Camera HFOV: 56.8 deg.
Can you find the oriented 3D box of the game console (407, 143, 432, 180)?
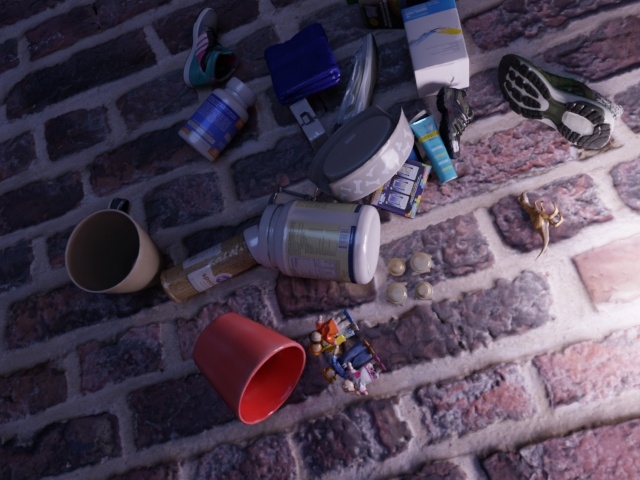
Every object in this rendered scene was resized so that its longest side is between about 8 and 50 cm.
[{"bbox_3d":[0.267,-0.220,1.836,0.122,0.071,0.107,-27,59,7],"label":"game console"}]

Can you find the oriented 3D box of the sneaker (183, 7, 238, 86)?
[{"bbox_3d":[-0.371,-0.684,2.104,0.178,0.123,0.296,10,85,22],"label":"sneaker"}]

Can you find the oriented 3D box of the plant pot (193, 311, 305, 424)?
[{"bbox_3d":[-0.220,0.353,1.719,0.243,0.275,0.275,30,84,30],"label":"plant pot"}]

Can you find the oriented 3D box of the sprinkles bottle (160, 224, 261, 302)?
[{"bbox_3d":[-0.329,0.075,1.886,0.355,0.121,0.121,-25,70,7],"label":"sprinkles bottle"}]

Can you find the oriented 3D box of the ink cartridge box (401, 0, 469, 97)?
[{"bbox_3d":[0.364,-0.605,1.866,0.168,0.171,0.233,-12,72,11],"label":"ink cartridge box"}]

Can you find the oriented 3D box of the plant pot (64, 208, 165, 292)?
[{"bbox_3d":[-0.616,0.064,1.882,0.256,0.274,0.257,-4,74,13],"label":"plant pot"}]

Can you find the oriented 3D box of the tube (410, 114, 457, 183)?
[{"bbox_3d":[0.352,-0.276,1.811,0.080,0.052,0.207,-24,87,-13],"label":"tube"}]

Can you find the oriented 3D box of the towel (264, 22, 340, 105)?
[{"bbox_3d":[-0.061,-0.586,1.979,0.227,0.076,0.308,-25,47,11],"label":"towel"}]

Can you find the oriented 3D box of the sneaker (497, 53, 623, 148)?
[{"bbox_3d":[0.717,-0.436,1.773,0.182,0.158,0.410,-33,64,-29],"label":"sneaker"}]

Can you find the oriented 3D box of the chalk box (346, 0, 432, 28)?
[{"bbox_3d":[0.225,-0.828,1.961,0.288,0.180,0.179,7,77,15],"label":"chalk box"}]

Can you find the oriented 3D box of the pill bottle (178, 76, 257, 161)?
[{"bbox_3d":[-0.341,-0.415,2.009,0.152,0.152,0.272,40,88,21],"label":"pill bottle"}]

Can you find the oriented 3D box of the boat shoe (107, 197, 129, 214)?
[{"bbox_3d":[-0.704,-0.053,2.045,0.064,0.075,0.206,-5,69,17],"label":"boat shoe"}]

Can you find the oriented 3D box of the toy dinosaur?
[{"bbox_3d":[0.641,-0.047,1.708,0.112,0.064,0.212,-28,59,25],"label":"toy dinosaur"}]

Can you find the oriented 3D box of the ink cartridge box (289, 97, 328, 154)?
[{"bbox_3d":[-0.031,-0.371,1.938,0.063,0.109,0.151,-30,70,1],"label":"ink cartridge box"}]

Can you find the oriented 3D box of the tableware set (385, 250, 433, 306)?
[{"bbox_3d":[0.266,0.114,1.773,0.140,0.020,0.169,-3,75,16],"label":"tableware set"}]

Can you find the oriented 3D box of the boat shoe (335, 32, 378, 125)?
[{"bbox_3d":[0.124,-0.526,1.940,0.103,0.118,0.321,8,85,16],"label":"boat shoe"}]

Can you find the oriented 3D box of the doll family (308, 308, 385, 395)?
[{"bbox_3d":[0.062,0.331,1.732,0.163,0.118,0.263,-33,87,-3],"label":"doll family"}]

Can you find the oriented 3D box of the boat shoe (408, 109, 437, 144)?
[{"bbox_3d":[0.262,-0.307,1.860,0.233,0.084,0.079,-41,93,5],"label":"boat shoe"}]

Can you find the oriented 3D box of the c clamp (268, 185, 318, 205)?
[{"bbox_3d":[-0.090,-0.136,1.938,0.160,0.022,0.137,11,83,16],"label":"c clamp"}]

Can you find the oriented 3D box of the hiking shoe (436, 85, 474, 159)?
[{"bbox_3d":[0.428,-0.365,1.825,0.114,0.086,0.227,-5,90,-10],"label":"hiking shoe"}]

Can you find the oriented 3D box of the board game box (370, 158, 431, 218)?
[{"bbox_3d":[0.245,-0.166,1.809,0.141,0.048,0.171,19,93,7],"label":"board game box"}]

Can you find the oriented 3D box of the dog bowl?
[{"bbox_3d":[0.126,-0.258,1.763,0.348,0.102,0.349,-33,28,20],"label":"dog bowl"}]

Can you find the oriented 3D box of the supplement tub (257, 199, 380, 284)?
[{"bbox_3d":[0.000,0.000,1.759,0.324,0.235,0.236,6,76,16],"label":"supplement tub"}]
